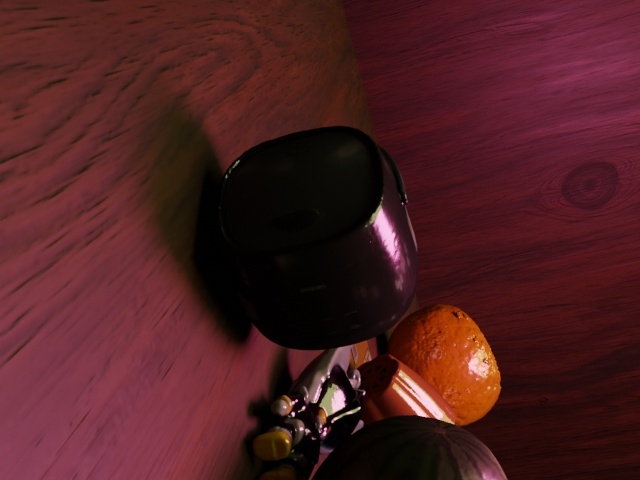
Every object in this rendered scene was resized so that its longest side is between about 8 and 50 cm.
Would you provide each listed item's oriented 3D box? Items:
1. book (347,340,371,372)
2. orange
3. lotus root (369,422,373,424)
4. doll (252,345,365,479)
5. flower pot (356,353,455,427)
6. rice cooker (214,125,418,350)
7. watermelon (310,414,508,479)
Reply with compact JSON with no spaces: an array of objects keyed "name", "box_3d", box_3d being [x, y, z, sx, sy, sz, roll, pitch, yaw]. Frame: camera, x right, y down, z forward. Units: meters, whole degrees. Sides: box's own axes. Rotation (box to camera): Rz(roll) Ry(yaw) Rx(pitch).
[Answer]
[{"name":"book","box_3d":[0.099,0.318,1.512,0.208,0.020,0.295,-50,127,-74]},{"name":"orange","box_3d":[0.323,0.353,1.868,0.340,0.293,0.340,-25,90,-90]},{"name":"lotus root","box_3d":[0.088,0.397,1.177,0.209,0.120,0.120,-74,149,-63]},{"name":"doll","box_3d":[-0.002,0.248,0.945,0.145,0.103,0.316,59,21,2]},{"name":"flower pot","box_3d":[0.149,0.329,1.358,0.173,0.191,0.190,55,20,-22]},{"name":"rice cooker","box_3d":[0.000,0.000,0.869,0.224,0.267,0.267,66,17,-45]},{"name":"watermelon","box_3d":[0.097,0.390,0.815,0.279,0.279,0.359,-8,116,-78]}]
